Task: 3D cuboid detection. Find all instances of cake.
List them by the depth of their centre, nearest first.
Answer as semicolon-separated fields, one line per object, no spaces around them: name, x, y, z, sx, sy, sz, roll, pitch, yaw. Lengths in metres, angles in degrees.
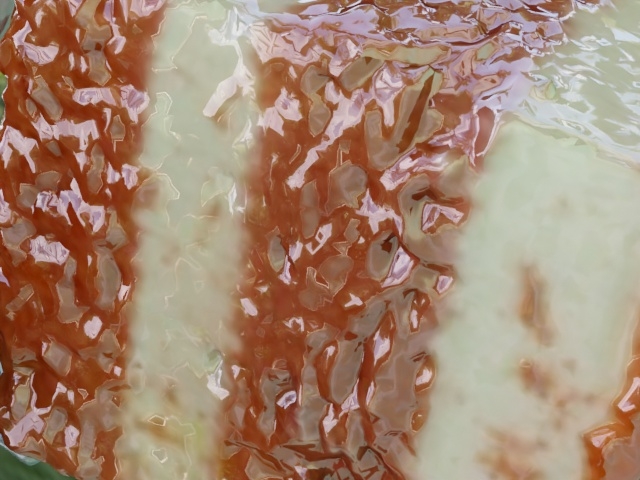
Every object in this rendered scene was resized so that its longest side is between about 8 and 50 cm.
cake;0.045;-0.012;0.847;0.269;0.319;0.270;-40;-34;-54

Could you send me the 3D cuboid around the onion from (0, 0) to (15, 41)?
onion;-0.363;-0.269;1.359;0.285;0.348;0.347;-20;5;28

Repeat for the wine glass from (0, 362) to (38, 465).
wine glass;-0.123;0.100;1.180;0.126;0.126;0.241;-45;-22;0
